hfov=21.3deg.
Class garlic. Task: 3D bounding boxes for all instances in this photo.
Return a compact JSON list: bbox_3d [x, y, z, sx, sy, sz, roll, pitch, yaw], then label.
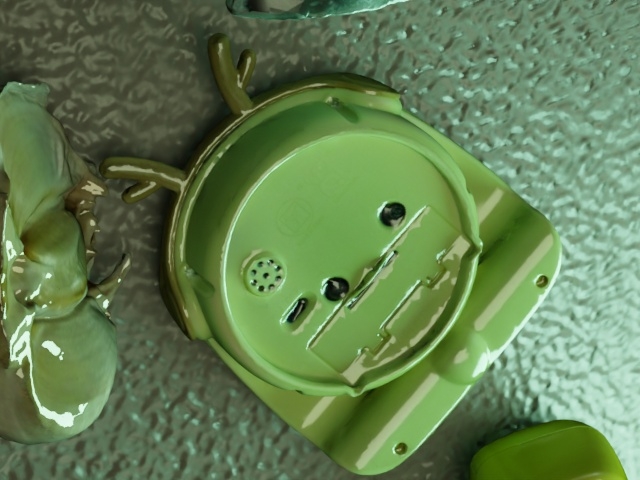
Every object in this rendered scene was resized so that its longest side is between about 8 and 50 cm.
[{"bbox_3d":[-0.215,0.020,1.085,0.143,0.178,0.229,-14,96,16],"label":"garlic"}]

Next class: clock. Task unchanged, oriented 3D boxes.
[{"bbox_3d":[0.000,0.000,1.180,0.308,0.096,0.235,40,91,-26],"label":"clock"}]

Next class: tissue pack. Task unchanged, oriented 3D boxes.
[{"bbox_3d":[0.181,0.229,1.316,0.123,0.127,0.178,-17,113,-8],"label":"tissue pack"}]

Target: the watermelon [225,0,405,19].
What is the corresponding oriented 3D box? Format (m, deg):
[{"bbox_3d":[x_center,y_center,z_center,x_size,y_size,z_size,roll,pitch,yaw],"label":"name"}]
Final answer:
[{"bbox_3d":[-0.009,-0.267,1.033,0.320,0.214,0.289,-40,113,-42],"label":"watermelon"}]
